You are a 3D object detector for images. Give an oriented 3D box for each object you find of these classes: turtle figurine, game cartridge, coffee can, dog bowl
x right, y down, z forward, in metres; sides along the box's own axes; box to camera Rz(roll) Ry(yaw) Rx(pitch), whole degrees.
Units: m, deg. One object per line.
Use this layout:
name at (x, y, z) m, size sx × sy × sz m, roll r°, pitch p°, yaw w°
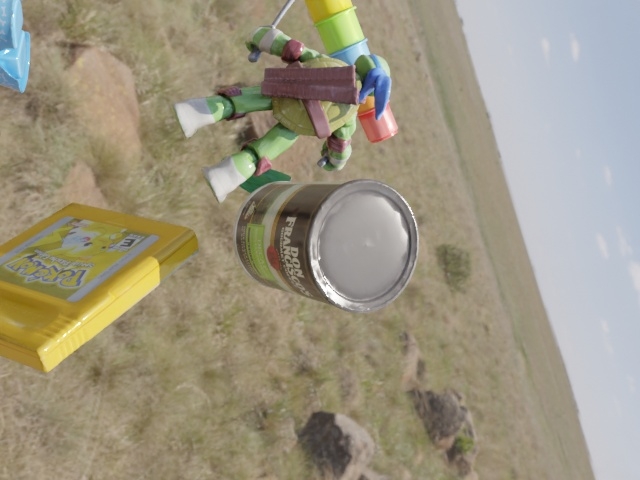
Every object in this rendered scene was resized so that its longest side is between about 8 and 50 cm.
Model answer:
turtle figurine at (-0.051, -0.173, 0.902) m, size 0.274 × 0.266 × 0.197 m, roll 55°, pitch -12°, yaw 45°
game cartridge at (-0.394, 0.050, 1.025) m, size 0.324 × 0.286 × 0.052 m, roll -44°, pitch 138°, yaw -49°
coffee can at (0.000, 0.000, 1.125) m, size 0.275 × 0.202 × 0.201 m, roll 7°, pitch -58°, yaw 60°
dog bowl at (-0.760, -0.490, 1.637) m, size 0.297 × 0.074 × 0.165 m, roll 119°, pitch -29°, yaw -57°

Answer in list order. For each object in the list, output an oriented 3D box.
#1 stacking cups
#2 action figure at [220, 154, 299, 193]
stacking cups at (0.059, -0.342, 1.306) m, size 0.096 × 0.096 × 0.316 m, roll -70°, pitch 140°, yaw -66°
action figure at (-0.159, -0.160, 1.710) m, size 0.063 × 0.232 × 0.137 m, roll -44°, pitch 153°, yaw -40°
